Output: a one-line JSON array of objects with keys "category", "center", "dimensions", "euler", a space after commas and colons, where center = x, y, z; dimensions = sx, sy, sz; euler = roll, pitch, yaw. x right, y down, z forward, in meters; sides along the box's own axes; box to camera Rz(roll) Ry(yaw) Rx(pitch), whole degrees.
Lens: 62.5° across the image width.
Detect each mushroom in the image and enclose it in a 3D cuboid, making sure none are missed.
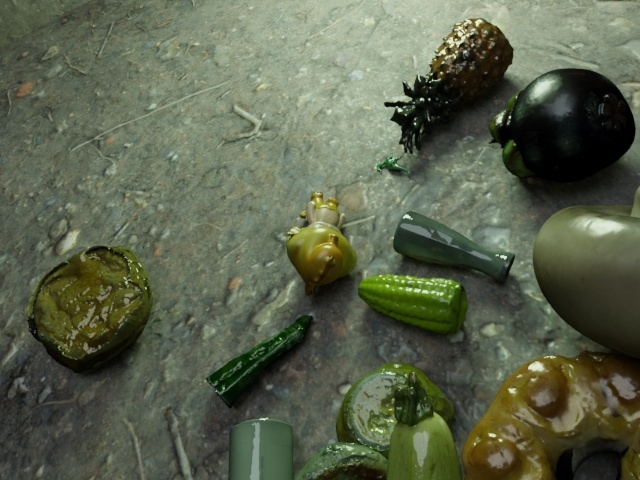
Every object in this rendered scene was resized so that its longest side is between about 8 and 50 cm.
[{"category": "mushroom", "center": [0.486, 0.014, 0.716], "dimensions": [0.362, 0.362, 0.294], "euler": [14, 104, 28]}]

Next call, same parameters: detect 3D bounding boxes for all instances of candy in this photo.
[{"category": "candy", "center": [0.159, 0.105, 0.947], "dimensions": [0.210, 0.096, 0.096], "euler": [9, 60, 35]}]

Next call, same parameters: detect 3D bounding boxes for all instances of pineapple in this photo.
[{"category": "pineapple", "center": [0.276, -0.337, 1.187], "dimensions": [0.340, 0.169, 0.169], "euler": [-49, 54, -3]}]

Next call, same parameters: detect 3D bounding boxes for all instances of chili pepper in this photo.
[{"category": "chili pepper", "center": [-0.104, 0.212, 0.993], "dimensions": [0.227, 0.059, 0.088], "euler": [-38, 39, -13]}]

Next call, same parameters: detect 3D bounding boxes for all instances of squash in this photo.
[{"category": "squash", "center": [0.153, 0.327, 0.717], "dimensions": [0.137, 0.137, 0.287], "euler": [0, 76, 20]}]

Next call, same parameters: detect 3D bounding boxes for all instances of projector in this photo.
[{"category": "projector", "center": [-0.089, 0.448, 0.786], "dimensions": [0.108, 0.108, 0.337], "euler": [-13, 52, 12]}]

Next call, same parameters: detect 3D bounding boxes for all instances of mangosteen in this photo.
[{"category": "mangosteen", "center": [0.446, -0.213, 0.995], "dimensions": [0.243, 0.243, 0.242], "euler": [-10, 54, 14]}]

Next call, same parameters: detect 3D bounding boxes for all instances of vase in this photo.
[{"category": "vase", "center": [0.248, 0.016, 0.984], "dimensions": [0.214, 0.086, 0.086], "euler": [21, 66, 26]}]

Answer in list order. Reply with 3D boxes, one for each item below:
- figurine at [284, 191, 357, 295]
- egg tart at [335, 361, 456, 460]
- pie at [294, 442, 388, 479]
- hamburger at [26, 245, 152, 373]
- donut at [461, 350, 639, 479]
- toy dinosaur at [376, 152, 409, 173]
[{"category": "figurine", "center": [0.000, 0.000, 1.068], "dimensions": [0.156, 0.131, 0.246], "euler": [22, 40, -12]}, {"category": "egg tart", "center": [0.112, 0.284, 0.846], "dimensions": [0.197, 0.078, 0.197], "euler": [-11, 57, 16]}, {"category": "pie", "center": [0.039, 0.393, 0.767], "dimensions": [0.187, 0.041, 0.186], "euler": [1, 83, -6]}, {"category": "hamburger", "center": [-0.486, 0.140, 1.139], "dimensions": [0.266, 0.134, 0.285], "euler": [-32, 58, -7]}, {"category": "donut", "center": [0.353, 0.305, 0.694], "dimensions": [0.317, 0.150, 0.299], "euler": [-13, 53, 11]}, {"category": "toy dinosaur", "center": [0.160, -0.166, 1.179], "dimensions": [0.062, 0.021, 0.083], "euler": [-26, 47, 11]}]
